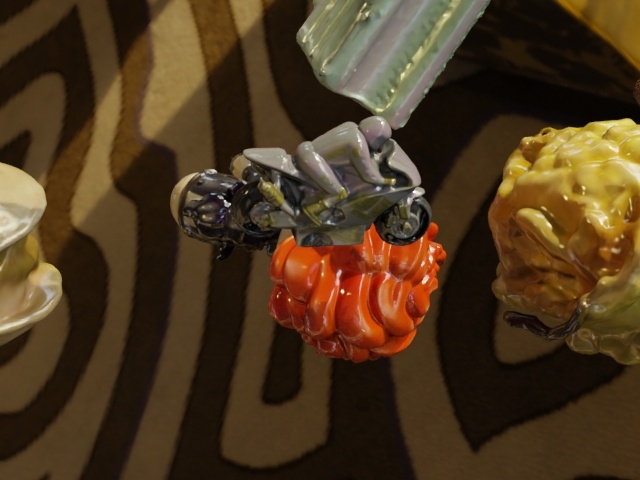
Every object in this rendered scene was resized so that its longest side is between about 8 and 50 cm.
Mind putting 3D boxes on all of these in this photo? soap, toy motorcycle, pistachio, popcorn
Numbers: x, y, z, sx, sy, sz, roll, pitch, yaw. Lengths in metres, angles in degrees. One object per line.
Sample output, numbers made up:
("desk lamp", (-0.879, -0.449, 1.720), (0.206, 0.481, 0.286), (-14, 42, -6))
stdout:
("soap", (0.150, -0.394, 1.589), (0.446, 0.156, 0.261), (-56, 20, 15))
("toy motorcycle", (0.022, -0.064, 1.273), (0.073, 0.225, 0.152), (-110, 29, -56))
("pistachio", (-0.395, 0.013, 1.098), (0.321, 0.229, 0.238), (0, 31, 10))
("popcorn", (0.374, 0.019, 1.600), (0.349, 0.349, 0.382), (-9, 24, 36))

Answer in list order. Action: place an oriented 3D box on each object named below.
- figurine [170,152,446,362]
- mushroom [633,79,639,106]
("figurine", (-0.010, -0.005, 1.567), (0.412, 0.306, 0.241), (32, 100, 36))
("mushroom", (0.488, -0.187, 1.678), (0.052, 0.123, 0.123), (-49, 45, 37))
